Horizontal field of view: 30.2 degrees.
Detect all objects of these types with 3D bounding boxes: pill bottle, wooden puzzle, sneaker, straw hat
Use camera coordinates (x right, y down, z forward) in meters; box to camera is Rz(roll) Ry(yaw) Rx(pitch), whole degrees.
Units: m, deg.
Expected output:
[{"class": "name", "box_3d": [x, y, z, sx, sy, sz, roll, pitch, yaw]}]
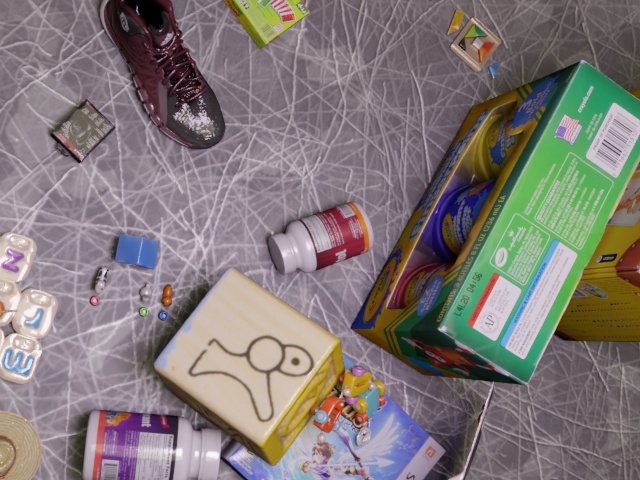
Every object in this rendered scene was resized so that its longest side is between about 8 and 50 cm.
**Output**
[{"class": "pill bottle", "box_3d": [0.000, 0.000, 1.856, 0.152, 0.086, 0.086, -19, 92, -17]}, {"class": "wooden puzzle", "box_3d": [0.262, -0.332, 1.999, 0.116, 0.014, 0.078, 33, 78, -13]}, {"class": "sneaker", "box_3d": [-0.230, -0.264, 1.762, 0.106, 0.162, 0.281, -38, 97, -16]}, {"class": "pill bottle", "box_3d": [-0.246, 0.308, 1.734, 0.194, 0.108, 0.108, 6, 84, -9]}, {"class": "straw hat", "box_3d": [-0.471, 0.313, 1.700, 0.145, 0.061, 0.144, 1, 86, -18]}]

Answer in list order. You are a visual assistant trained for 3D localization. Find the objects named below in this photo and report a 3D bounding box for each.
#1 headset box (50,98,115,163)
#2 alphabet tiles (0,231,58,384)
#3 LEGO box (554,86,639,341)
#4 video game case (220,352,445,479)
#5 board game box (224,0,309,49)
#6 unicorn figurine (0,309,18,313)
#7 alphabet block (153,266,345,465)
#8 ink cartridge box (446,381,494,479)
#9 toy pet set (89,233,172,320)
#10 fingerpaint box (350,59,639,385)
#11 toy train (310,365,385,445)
[{"class": "headset box", "box_3d": [-0.360, -0.161, 1.783, 0.062, 0.032, 0.083, 44, 76, -9]}, {"class": "alphabet tiles", "box_3d": [-0.536, 0.103, 1.715, 0.284, 0.021, 0.278, 20, 78, -15]}, {"class": "LEGO box", "box_3d": [0.502, -0.048, 1.800, 0.193, 0.500, 0.372, 34, 78, -12]}, {"class": "video game case", "box_3d": [0.022, 0.333, 1.852, 0.269, 0.061, 0.244, 44, 74, -10]}, {"class": "board game box", "box_3d": [-0.110, -0.404, 1.872, 0.092, 0.043, 0.181, -39, 98, -16]}, {"class": "unicorn figurine", "box_3d": [-0.509, 0.072, 1.657, 0.162, 0.111, 0.060, 42, 73, -9]}, {"class": "alphabet block", "box_3d": [-0.098, 0.186, 1.724, 0.197, 0.193, 0.192, 34, 77, 14]}, {"class": "ink cartridge box", "box_3d": [0.151, 0.389, 1.752, 0.091, 0.308, 0.385, 20, 81, 11]}, {"class": "toy pet set", "box_3d": [-0.273, 0.054, 1.777, 0.122, 0.065, 0.114, 12, 83, -17]}, {"class": "fingerpaint box", "box_3d": [0.264, -0.019, 1.790, 0.163, 0.371, 0.444, 32, 78, -12]}, {"class": "toy train", "box_3d": [0.037, 0.248, 1.777, 0.046, 0.166, 0.125, 24, 83, 31]}]
